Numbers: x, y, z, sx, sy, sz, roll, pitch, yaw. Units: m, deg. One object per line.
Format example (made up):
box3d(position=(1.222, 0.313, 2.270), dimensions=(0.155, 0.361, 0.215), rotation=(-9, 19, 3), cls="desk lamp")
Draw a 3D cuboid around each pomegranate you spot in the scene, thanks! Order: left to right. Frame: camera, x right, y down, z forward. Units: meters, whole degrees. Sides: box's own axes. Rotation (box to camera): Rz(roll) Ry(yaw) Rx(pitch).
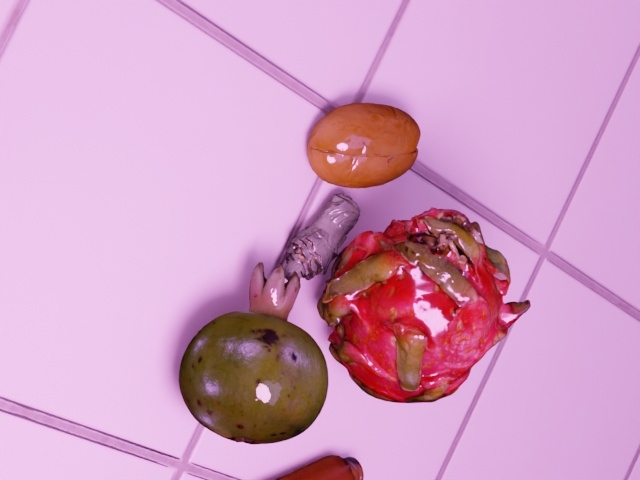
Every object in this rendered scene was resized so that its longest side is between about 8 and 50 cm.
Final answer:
box3d(position=(-0.077, 0.141, 1.680), dimensions=(0.187, 0.187, 0.225), rotation=(30, 68, -43), cls="pomegranate")

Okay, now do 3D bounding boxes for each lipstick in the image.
box3d(position=(-0.107, 0.372, 1.793), dimensions=(0.418, 0.077, 0.077), rotation=(-16, 115, -38), cls="lipstick")

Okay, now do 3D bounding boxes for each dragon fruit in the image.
box3d(position=(0.124, 0.081, 1.772), dimensions=(0.231, 0.237, 0.302), rotation=(-41, 157, -28), cls="dragon fruit")

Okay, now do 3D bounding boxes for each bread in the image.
box3d(position=(0.066, -0.124, 1.775), dimensions=(0.189, 0.077, 0.114), rotation=(-6, 104, -38), cls="bread")

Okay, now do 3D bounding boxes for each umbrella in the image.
box3d(position=(0.000, 0.000, 1.768), dimensions=(0.143, 0.062, 0.067), rotation=(-48, 150, -25), cls="umbrella")
